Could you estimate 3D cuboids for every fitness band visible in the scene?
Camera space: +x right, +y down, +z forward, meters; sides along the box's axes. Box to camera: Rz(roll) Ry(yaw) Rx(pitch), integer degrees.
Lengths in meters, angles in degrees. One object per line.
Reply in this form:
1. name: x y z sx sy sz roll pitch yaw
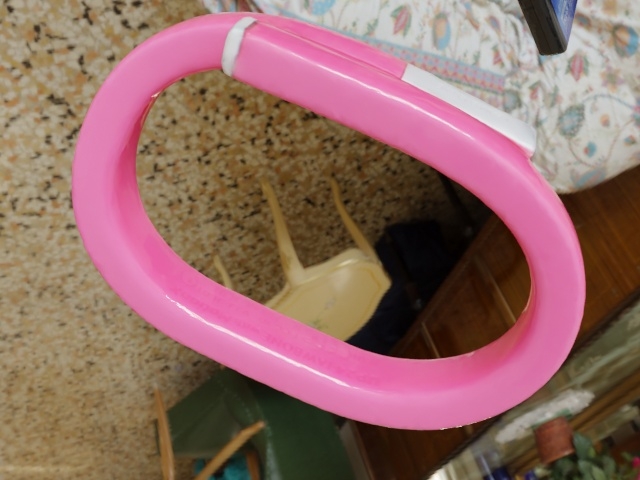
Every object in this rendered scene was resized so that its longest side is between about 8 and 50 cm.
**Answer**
1. fitness band: 0.000 0.000 0.394 0.290 0.054 0.209 25 123 1

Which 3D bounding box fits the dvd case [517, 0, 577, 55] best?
1. dvd case: 0.125 -0.268 0.444 0.022 0.180 0.253 0 149 36
